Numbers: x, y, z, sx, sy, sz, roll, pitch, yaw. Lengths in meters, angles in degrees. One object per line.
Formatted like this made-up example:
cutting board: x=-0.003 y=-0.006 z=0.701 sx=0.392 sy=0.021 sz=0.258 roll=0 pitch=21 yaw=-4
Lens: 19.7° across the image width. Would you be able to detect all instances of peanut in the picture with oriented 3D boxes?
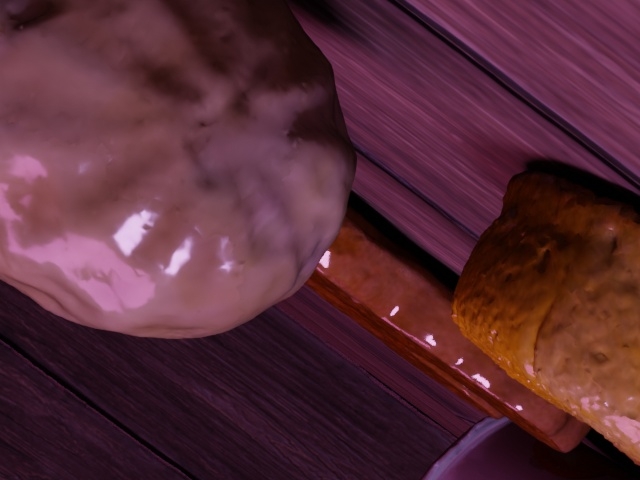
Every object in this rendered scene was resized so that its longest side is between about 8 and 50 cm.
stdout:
peanut: x=-0.111 y=-0.073 z=0.565 sx=0.290 sy=0.130 sz=0.130 roll=33 pitch=174 yaw=32

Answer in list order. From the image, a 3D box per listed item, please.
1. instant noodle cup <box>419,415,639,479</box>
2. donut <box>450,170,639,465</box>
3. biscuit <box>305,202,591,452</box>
instant noodle cup: x=0.181 y=0.259 z=1.175 sx=0.231 sy=0.243 sz=0.243 roll=25 pitch=169 yaw=38
donut: x=0.103 y=0.039 z=0.549 sx=0.152 sy=0.058 sz=0.152 roll=37 pitch=178 yaw=2
biscuit: x=0.000 y=0.000 z=0.984 sx=0.334 sy=0.047 sz=0.202 roll=35 pitch=175 yaw=-13
